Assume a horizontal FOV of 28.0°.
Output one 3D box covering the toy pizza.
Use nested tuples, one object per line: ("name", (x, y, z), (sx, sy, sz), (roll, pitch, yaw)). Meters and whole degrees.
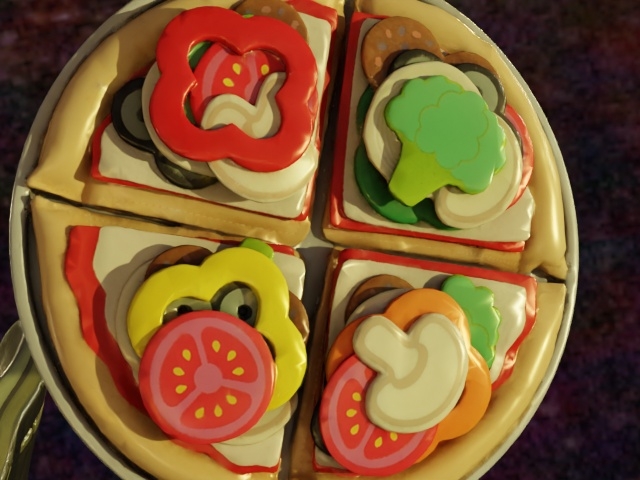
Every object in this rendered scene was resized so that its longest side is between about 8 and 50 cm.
("toy pizza", (0.000, 0.000, 0.427), (0.201, 0.201, 0.032), (-18, 0, -18))

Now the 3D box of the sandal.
("sandal", (-0.222, 0.124, 0.782), (0.086, 0.120, 0.303), (14, 16, -5))
